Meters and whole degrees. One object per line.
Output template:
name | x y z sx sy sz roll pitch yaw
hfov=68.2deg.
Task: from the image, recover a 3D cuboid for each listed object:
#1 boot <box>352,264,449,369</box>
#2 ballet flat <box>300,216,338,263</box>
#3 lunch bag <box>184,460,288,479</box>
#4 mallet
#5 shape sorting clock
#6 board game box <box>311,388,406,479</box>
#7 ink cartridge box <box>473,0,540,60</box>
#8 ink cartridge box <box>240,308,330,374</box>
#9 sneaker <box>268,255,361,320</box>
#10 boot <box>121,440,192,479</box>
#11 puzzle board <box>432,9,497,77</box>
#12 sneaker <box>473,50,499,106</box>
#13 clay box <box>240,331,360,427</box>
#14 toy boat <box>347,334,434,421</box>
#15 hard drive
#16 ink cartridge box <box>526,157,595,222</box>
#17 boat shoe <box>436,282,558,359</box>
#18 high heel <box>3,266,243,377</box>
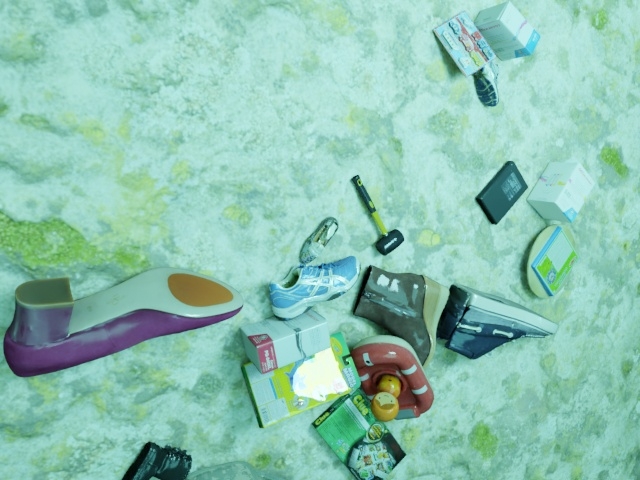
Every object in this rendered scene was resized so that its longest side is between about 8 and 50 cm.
boot | 0.167 0.188 1.085 0.206 0.090 0.249 13 99 -13
ballet flat | 0.000 0.000 0.973 0.041 0.041 0.114 38 83 -27
lunch bag | -0.134 0.569 0.908 0.287 0.235 0.169 36 89 -28
mallet | 0.112 -0.051 1.023 0.062 0.039 0.190 -44 111 -16
shape sorting clock | 0.630 0.057 1.290 0.206 0.040 0.207 -5 99 -28
board game box | 0.098 0.474 1.120 0.136 0.030 0.260 -38 114 -13
ink cartridge box | 0.413 -0.465 1.055 0.122 0.088 0.052 29 87 -27
ink cartridge box | -0.069 0.193 0.937 0.150 0.109 0.063 -15 105 -23
sneaker | -0.009 0.081 0.961 0.211 0.080 0.081 -28 114 -20
boot | -0.314 0.449 0.907 0.099 0.045 0.121 37 82 -30
puzzle board | 0.318 -0.431 1.032 0.096 0.011 0.128 -35 90 -16
sneaker | 0.389 -0.376 1.083 0.058 0.052 0.135 -34 113 -21
clay box | -0.038 0.281 0.972 0.221 0.053 0.128 -14 74 -23
toy boat | 0.146 0.322 1.025 0.231 0.150 0.151 60 29 -21
hard drive | 0.455 -0.119 1.180 0.135 0.022 0.094 -47 116 -11
ink cartridge box | 0.627 -0.134 1.224 0.092 0.089 0.143 38 82 -27
boat shoe | 0.440 0.227 1.198 0.340 0.127 0.158 19 98 -20
high heel | -0.329 0.148 0.829 0.376 0.127 0.182 6 126 -31
